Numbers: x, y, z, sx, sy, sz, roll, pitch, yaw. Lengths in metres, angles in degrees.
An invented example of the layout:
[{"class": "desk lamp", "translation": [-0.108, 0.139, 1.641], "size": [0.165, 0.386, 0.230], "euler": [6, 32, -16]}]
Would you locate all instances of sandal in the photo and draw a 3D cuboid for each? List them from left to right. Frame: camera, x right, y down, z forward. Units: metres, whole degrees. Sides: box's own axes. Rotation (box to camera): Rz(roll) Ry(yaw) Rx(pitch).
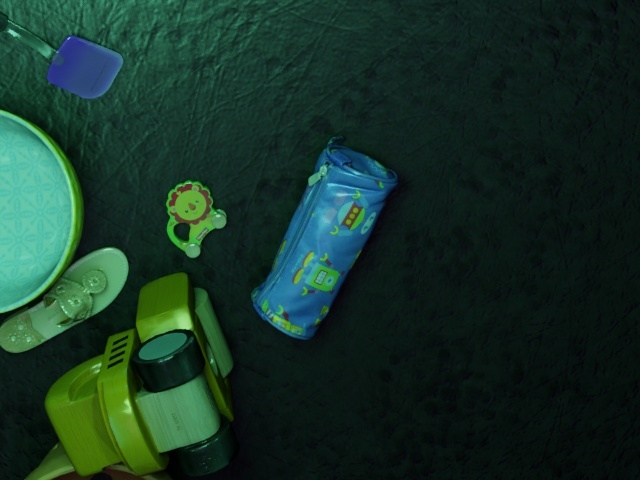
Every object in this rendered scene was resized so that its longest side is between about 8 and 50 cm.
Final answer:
[{"class": "sandal", "translation": [-0.392, 0.107, 1.854], "size": [0.240, 0.079, 0.088], "euler": [-34, 111, 6]}]

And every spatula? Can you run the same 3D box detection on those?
[{"class": "spatula", "translation": [-0.429, -0.293, 1.724], "size": [0.296, 0.030, 0.084], "euler": [27, 107, -16]}]

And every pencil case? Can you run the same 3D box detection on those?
[{"class": "pencil case", "translation": [0.000, 0.000, 1.843], "size": [0.133, 0.119, 0.306], "euler": [15, 109, -38]}]

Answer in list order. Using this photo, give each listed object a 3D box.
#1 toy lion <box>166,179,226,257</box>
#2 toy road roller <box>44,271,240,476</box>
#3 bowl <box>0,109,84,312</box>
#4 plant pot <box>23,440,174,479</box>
[{"class": "toy lion", "translation": [-0.199, -0.038, 1.854], "size": [0.096, 0.034, 0.100], "euler": [39, 102, -12]}, {"class": "toy road roller", "translation": [-0.262, 0.213, 1.782], "size": [0.240, 0.329, 0.202], "euler": [-18, 111, 4]}, {"class": "bowl", "translation": [-0.454, -0.045, 1.730], "size": [0.289, 0.156, 0.289], "euler": [1, 94, 13]}, {"class": "plant pot", "translation": [-0.348, 0.427, 1.914], "size": [0.291, 0.203, 0.291], "euler": [-2, 111, -6]}]
